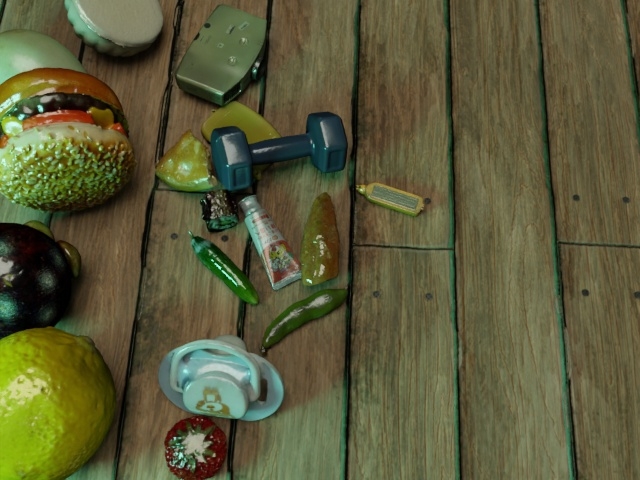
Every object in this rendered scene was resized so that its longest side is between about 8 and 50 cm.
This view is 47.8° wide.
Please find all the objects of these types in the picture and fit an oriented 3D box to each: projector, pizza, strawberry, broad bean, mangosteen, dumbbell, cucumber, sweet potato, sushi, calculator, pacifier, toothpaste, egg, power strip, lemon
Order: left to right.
[{"bbox_3d":[-0.674,0.084,1.601,0.288,0.288,0.288,0,69,0],"label":"mangosteen"},{"bbox_3d":[-0.583,0.345,1.476,0.336,0.336,0.336,0,69,0],"label":"lemon"},{"bbox_3d":[-0.708,-0.404,1.813,0.295,0.218,0.218,26,71,1],"label":"egg"},{"bbox_3d":[-0.328,-0.198,1.791,0.182,0.062,0.161,-3,79,29],"label":"pizza"},{"bbox_3d":[-0.270,0.447,1.552,0.145,0.086,0.145,2,70,-6],"label":"strawberry"},{"bbox_3d":[-0.250,-0.073,1.749,0.098,0.094,0.084,-4,68,-21],"label":"sushi"},{"bbox_3d":[-0.235,0.061,1.720,0.250,0.056,0.056,42,74,14],"label":"cucumber"},{"bbox_3d":[-0.209,0.278,1.592,0.278,0.228,0.207,8,29,2],"label":"pacifier"},{"bbox_3d":[-0.243,-0.483,1.910,0.193,0.088,0.270,23,68,8],"label":"projector"},{"bbox_3d":[-0.201,-0.268,1.861,0.236,0.033,0.157,40,74,16],"label":"calculator"},{"bbox_3d":[-0.125,0.002,1.750,0.089,0.057,0.234,-26,79,-14],"label":"toothpaste"},{"bbox_3d":[-0.098,-0.220,1.756,0.324,0.144,0.160,-12,81,-14],"label":"dumbbell"},{"bbox_3d":[-0.044,0.173,1.681,0.254,0.046,0.065,-32,79,-11],"label":"broad bean"},{"bbox_3d":[0.000,0.000,1.733,0.097,0.097,0.252,3,63,1],"label":"sweet potato"},{"bbox_3d":[0.172,-0.106,1.802,0.178,0.028,0.049,19,70,7],"label":"power strip"}]

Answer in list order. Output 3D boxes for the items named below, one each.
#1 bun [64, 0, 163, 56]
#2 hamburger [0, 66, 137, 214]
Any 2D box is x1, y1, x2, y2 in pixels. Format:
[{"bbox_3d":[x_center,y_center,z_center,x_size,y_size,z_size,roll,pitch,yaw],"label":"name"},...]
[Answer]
[{"bbox_3d":[-0.569,-0.588,1.925,0.263,0.175,0.263,18,60,-34],"label":"bun"},{"bbox_3d":[-0.600,-0.218,1.685,0.329,0.330,0.250,-14,63,-6],"label":"hamburger"}]
